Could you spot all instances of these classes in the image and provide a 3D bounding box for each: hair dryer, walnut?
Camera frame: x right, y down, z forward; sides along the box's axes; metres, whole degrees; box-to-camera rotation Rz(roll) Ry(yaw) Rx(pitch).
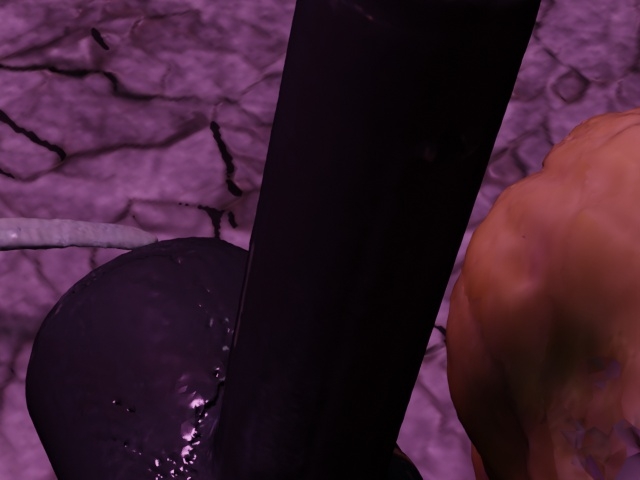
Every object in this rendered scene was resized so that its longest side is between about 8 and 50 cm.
[{"bbox_3d":[0.000,0.000,0.492,0.107,0.352,0.189,-13,49,-26],"label":"hair dryer"},{"bbox_3d":[0.145,0.057,0.546,0.198,0.198,0.245,-27,51,-21],"label":"walnut"}]

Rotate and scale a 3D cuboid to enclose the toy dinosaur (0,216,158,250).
[{"bbox_3d":[-0.259,-0.002,0.642,0.393,0.092,0.205,-12,23,-6],"label":"toy dinosaur"}]
